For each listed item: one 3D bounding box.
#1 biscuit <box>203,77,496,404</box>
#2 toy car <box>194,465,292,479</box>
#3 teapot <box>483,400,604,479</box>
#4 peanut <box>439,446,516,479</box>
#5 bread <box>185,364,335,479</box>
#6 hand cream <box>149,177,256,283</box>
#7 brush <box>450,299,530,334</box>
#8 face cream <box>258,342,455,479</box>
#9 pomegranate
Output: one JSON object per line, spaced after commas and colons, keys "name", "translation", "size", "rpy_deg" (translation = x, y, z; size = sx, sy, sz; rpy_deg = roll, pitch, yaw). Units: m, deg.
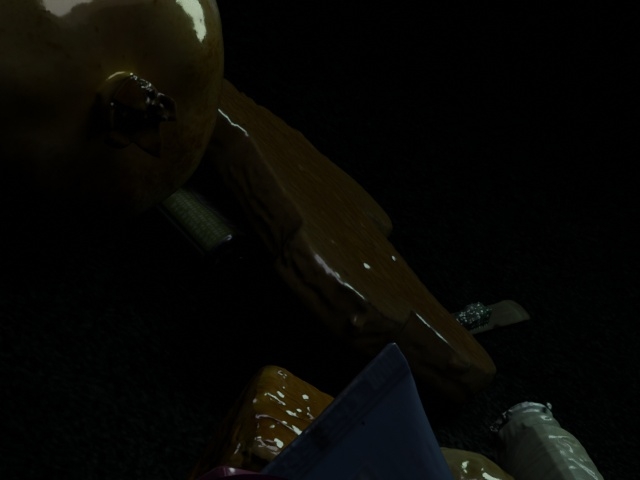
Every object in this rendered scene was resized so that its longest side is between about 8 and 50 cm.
{"name": "biscuit", "translation": [0.000, 0.000, 1.666], "size": [0.368, 0.076, 0.394], "rpy_deg": [32, 16, -52]}
{"name": "toy car", "translation": [0.018, 0.291, 0.859], "size": [0.240, 0.271, 0.340], "rpy_deg": [19, 47, -52]}
{"name": "teapot", "translation": [0.229, 0.235, 1.537], "size": [0.107, 0.077, 0.200], "rpy_deg": [23, 24, -33]}
{"name": "peanut", "translation": [0.163, 0.255, 1.348], "size": [0.274, 0.125, 0.111], "rpy_deg": [28, -13, -23]}
{"name": "bread", "translation": [-0.026, 0.189, 1.180], "size": [0.149, 0.158, 0.143], "rpy_deg": [26, 22, -4]}
{"name": "hand cream", "translation": [-0.136, -0.034, 1.650], "size": [0.086, 0.055, 0.235], "rpy_deg": [9, 27, -45]}
{"name": "brush", "translation": [0.185, 0.079, 1.869], "size": [0.034, 0.027, 0.190], "rpy_deg": [44, 23, 21]}
{"name": "face cream", "translation": [0.067, 0.221, 1.089], "size": [0.086, 0.135, 0.385], "rpy_deg": [35, -17, 44]}
{"name": "pomegranate", "translation": [-0.219, -0.151, 1.454], "size": [0.319, 0.319, 0.319], "rpy_deg": [28, 22, -13]}
